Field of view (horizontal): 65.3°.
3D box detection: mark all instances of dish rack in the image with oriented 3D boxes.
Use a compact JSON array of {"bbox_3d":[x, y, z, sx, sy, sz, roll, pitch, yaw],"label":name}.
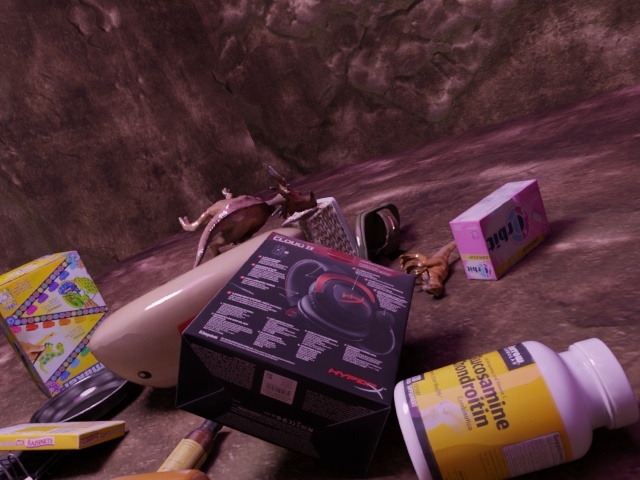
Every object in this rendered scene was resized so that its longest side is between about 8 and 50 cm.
[{"bbox_3d":[-0.522,0.375,0.715,0.208,0.074,0.271,-15,14,21],"label":"dish rack"}]

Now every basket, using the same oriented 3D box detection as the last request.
[{"bbox_3d":[0.000,0.000,1.154,0.113,0.167,0.103,-6,25,48],"label":"basket"}]

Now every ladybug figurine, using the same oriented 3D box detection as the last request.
[{"bbox_3d":[-0.181,0.119,0.917,0.449,0.161,0.305,-30,2,-32],"label":"ladybug figurine"}]

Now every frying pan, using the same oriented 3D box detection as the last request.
[{"bbox_3d":[-0.422,0.275,0.994,0.197,0.053,0.326,-18,12,17],"label":"frying pan"}]

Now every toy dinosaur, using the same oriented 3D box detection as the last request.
[{"bbox_3d":[0.209,0.045,0.910,0.112,0.064,0.211,6,35,26],"label":"toy dinosaur"},{"bbox_3d":[-0.153,-0.057,1.024,0.200,0.127,0.296,-19,13,36],"label":"toy dinosaur"}]

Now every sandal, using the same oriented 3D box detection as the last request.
[{"bbox_3d":[0.144,-0.022,1.131,0.086,0.120,0.303,0,22,25],"label":"sandal"}]

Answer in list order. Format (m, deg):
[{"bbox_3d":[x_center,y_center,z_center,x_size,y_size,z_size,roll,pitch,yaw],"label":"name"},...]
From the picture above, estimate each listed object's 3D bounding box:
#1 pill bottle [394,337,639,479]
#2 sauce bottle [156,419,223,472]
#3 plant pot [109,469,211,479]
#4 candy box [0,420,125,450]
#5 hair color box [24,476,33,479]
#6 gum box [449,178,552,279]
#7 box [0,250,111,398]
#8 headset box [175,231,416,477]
[{"bbox_3d":[0.166,0.150,0.442,0.184,0.103,0.103,-20,14,8],"label":"pill bottle"},{"bbox_3d":[-0.163,0.270,0.631,0.042,0.042,0.128,-16,12,24],"label":"sauce bottle"},{"bbox_3d":[-0.025,0.232,0.279,0.188,0.205,0.205,-6,13,-3],"label":"plant pot"},{"bbox_3d":[-0.423,0.303,0.774,0.206,0.027,0.105,-7,-13,15],"label":"candy box"},{"bbox_3d":[-0.364,0.373,0.408,0.339,0.110,0.185,-31,15,-39],"label":"hair color box"},{"bbox_3d":[0.317,-0.023,0.862,0.188,0.107,0.062,-30,16,-31],"label":"gum box"},{"bbox_3d":[-0.599,0.187,1.123,0.177,0.279,0.290,-32,17,-35],"label":"box"},{"bbox_3d":[-0.008,0.107,0.622,0.218,0.110,0.293,17,28,7],"label":"headset box"}]
